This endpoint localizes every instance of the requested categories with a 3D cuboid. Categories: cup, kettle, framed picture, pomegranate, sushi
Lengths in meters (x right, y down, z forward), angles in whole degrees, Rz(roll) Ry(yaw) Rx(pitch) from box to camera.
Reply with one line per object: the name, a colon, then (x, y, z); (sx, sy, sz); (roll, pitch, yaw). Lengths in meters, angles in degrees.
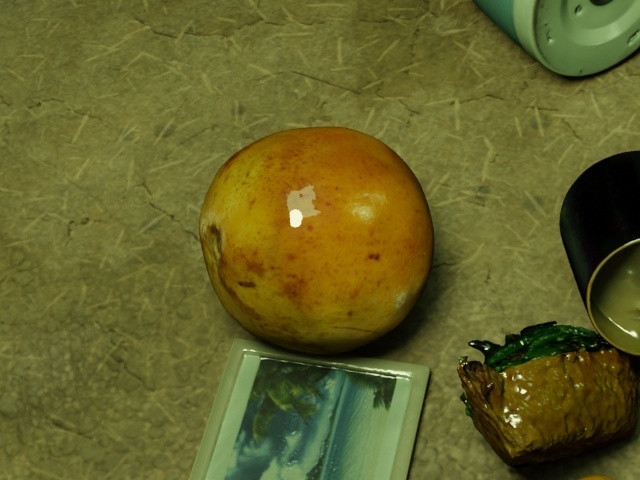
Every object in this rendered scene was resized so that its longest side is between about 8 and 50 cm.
cup: (0.375, 0.020, 1.369); (0.239, 0.166, 0.177); (8, 27, 1)
kettle: (0.303, -0.400, 1.724); (0.319, 0.247, 0.342); (-3, 36, -33)
framed picture: (-0.025, 0.251, 1.383); (0.232, 0.024, 0.315); (6, 55, 13)
pomegranate: (0.000, 0.000, 1.440); (0.264, 0.264, 0.264); (-5, 52, 6)
sushi: (0.213, 0.155, 1.333); (0.287, 0.149, 0.140); (-3, 70, -40)

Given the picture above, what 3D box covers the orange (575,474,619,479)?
orange: (0.277, 0.268, 1.295); (0.086, 0.062, 0.086); (-3, 52, 4)
